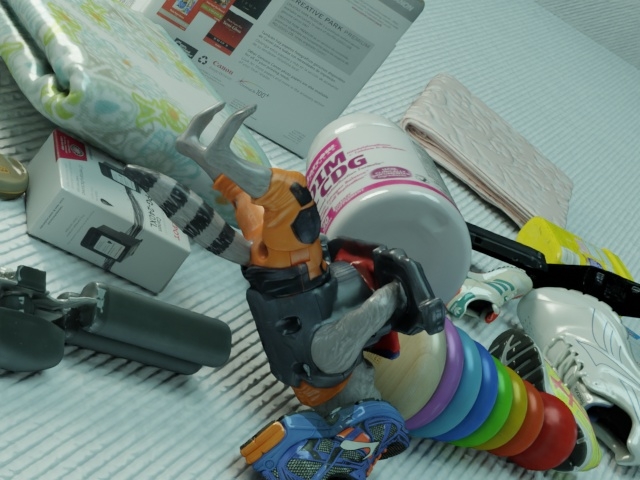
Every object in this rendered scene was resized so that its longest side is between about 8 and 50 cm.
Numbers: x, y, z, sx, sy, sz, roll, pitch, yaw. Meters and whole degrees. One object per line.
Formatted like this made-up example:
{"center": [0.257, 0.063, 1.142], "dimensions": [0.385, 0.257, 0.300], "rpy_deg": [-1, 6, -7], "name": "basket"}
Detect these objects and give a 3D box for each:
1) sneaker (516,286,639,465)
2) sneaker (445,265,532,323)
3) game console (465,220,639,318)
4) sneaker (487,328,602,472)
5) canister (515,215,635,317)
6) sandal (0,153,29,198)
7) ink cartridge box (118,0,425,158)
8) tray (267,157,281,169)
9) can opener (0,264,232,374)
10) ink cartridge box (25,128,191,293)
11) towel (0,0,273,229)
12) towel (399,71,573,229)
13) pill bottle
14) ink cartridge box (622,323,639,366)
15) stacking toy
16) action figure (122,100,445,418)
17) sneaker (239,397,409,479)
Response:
{"center": [0.355, 0.171, 1.982], "dimensions": [0.129, 0.111, 0.297], "rpy_deg": [-7, 46, -46], "name": "sneaker"}
{"center": [0.220, 0.078, 1.988], "dimensions": [0.161, 0.057, 0.075], "rpy_deg": [3, 46, -38], "name": "sneaker"}
{"center": [0.284, 0.033, 2.124], "dimensions": [0.361, 0.044, 0.213], "rpy_deg": [21, -5, -13], "name": "game console"}
{"center": [0.268, 0.198, 1.832], "dimensions": [0.094, 0.081, 0.208], "rpy_deg": [25, 31, -50], "name": "sneaker"}
{"center": [0.389, 0.041, 2.334], "dimensions": [0.170, 0.073, 0.126], "rpy_deg": [26, 25, -30], "name": "canister"}
{"center": [-0.332, -0.081, 1.394], "dimensions": [0.180, 0.049, 0.072], "rpy_deg": [11, 36, -52], "name": "sandal"}
{"center": [-0.068, -0.300, 1.960], "dimensions": [0.309, 0.272, 0.130], "rpy_deg": [29, 24, -28], "name": "ink cartridge box"}
{"center": [0.000, 0.000, 1.819], "dimensions": [0.270, 0.030, 0.145], "rpy_deg": [39, 20, -4], "name": "tray"}
{"center": [-0.197, 0.080, 1.305], "dimensions": [0.280, 0.074, 0.093], "rpy_deg": [16, 66, -44], "name": "can opener"}
{"center": [-0.206, -0.027, 1.480], "dimensions": [0.150, 0.063, 0.109], "rpy_deg": [28, 25, -30], "name": "ink cartridge box"}
{"center": [-0.230, -0.180, 1.654], "dimensions": [0.320, 0.090, 0.374], "rpy_deg": [27, 18, -47], "name": "towel"}
{"center": [0.280, -0.136, 2.526], "dimensions": [0.317, 0.053, 0.332], "rpy_deg": [41, 22, -2], "name": "towel"}
{"center": [0.065, -0.035, 1.719], "dimensions": [0.160, 0.160, 0.283], "rpy_deg": [33, 15, -19], "name": "pill bottle"}
{"center": [0.450, 0.184, 2.182], "dimensions": [0.088, 0.052, 0.122], "rpy_deg": [35, 21, -12], "name": "ink cartridge box"}
{"center": [0.167, 0.168, 1.643], "dimensions": [0.330, 0.141, 0.141], "rpy_deg": [26, 25, -42], "name": "stacking toy"}
{"center": [-0.049, 0.031, 1.479], "dimensions": [0.330, 0.178, 0.341], "rpy_deg": [61, -22, -11], "name": "action figure"}
{"center": [0.013, 0.204, 1.400], "dimensions": [0.221, 0.083, 0.087], "rpy_deg": [-3, 60, -53], "name": "sneaker"}
